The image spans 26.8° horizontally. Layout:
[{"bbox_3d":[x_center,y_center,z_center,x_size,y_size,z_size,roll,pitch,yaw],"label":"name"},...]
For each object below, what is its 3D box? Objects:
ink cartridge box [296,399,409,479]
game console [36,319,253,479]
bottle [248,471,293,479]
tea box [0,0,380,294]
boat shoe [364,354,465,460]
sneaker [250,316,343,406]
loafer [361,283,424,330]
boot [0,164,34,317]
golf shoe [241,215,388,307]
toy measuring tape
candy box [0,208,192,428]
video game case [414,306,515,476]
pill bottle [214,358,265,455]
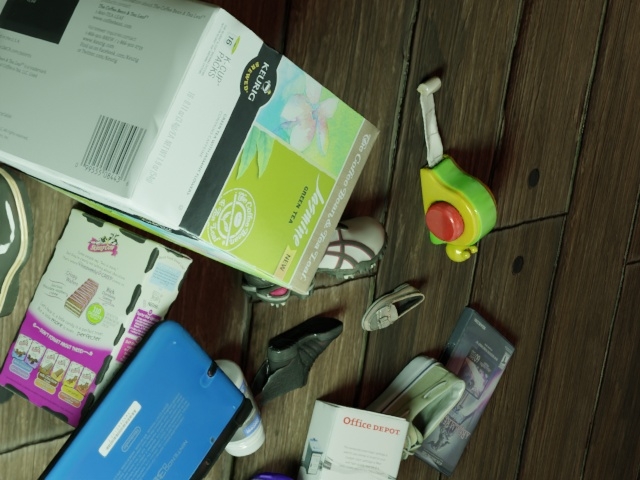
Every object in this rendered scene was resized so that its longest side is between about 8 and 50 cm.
[{"bbox_3d":[0.046,0.359,2.122,0.139,0.082,0.191,16,85,-28],"label":"ink cartridge box"},{"bbox_3d":[-0.231,0.274,1.605,0.250,0.173,0.293,52,57,-28],"label":"game console"},{"bbox_3d":[-0.123,0.455,1.957,0.283,0.092,0.118,-43,126,-51],"label":"bottle"},{"bbox_3d":[-0.173,-0.124,1.488,0.323,0.329,0.220,29,83,-51],"label":"tea box"},{"bbox_3d":[0.127,0.316,2.243,0.302,0.094,0.109,-50,138,-23],"label":"boat shoe"},{"bbox_3d":[-0.034,0.181,2.027,0.170,0.051,0.089,-22,122,-38],"label":"sneaker"},{"bbox_3d":[0.119,0.110,2.184,0.125,0.039,0.045,-35,131,-36],"label":"loafer"},{"bbox_3d":[-0.395,0.020,1.472,0.137,0.077,0.198,-16,131,-41],"label":"boot"},{"bbox_3d":[0.000,0.000,1.944,0.273,0.105,0.120,-24,117,-43],"label":"golf shoe"},{"bbox_3d":[0.222,-0.101,2.153,0.121,0.121,0.330,-36,131,-36],"label":"toy measuring tape"},{"bbox_3d":[-0.272,0.096,1.608,0.071,0.159,0.233,27,86,-54],"label":"candy box"},{"bbox_3d":[0.249,0.277,2.433,0.196,0.026,0.274,40,74,-51],"label":"video game case"},{"bbox_3d":[-0.129,0.241,1.913,0.078,0.078,0.137,-47,137,-27],"label":"pill bottle"}]
